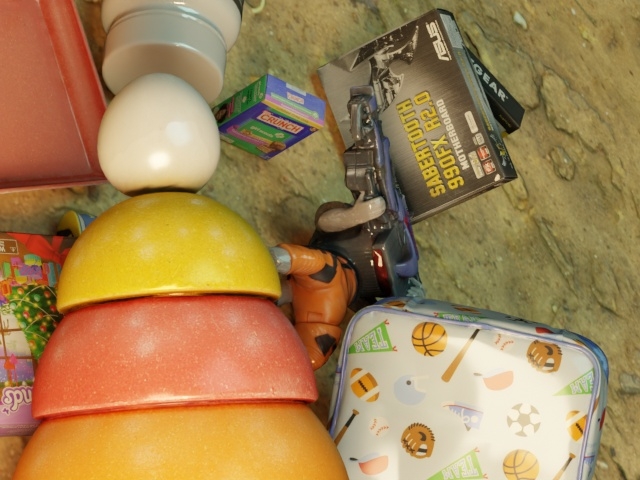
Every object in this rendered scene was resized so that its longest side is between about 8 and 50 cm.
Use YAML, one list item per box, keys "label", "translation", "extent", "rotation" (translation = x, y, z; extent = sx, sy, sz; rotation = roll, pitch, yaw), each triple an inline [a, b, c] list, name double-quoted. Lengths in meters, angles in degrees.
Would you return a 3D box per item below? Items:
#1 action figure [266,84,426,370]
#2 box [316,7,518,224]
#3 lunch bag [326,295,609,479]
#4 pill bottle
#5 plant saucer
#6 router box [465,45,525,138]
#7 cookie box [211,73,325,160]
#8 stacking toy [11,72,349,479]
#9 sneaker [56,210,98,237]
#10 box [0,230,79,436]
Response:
- label: "action figure"
  translation: [0.000, 0.000, 1.964]
  extent: [0.330, 0.179, 0.341]
  rotation: [-32, 118, -52]
- label: "box"
  translation: [0.119, -0.147, 2.135]
  extent: [0.056, 0.183, 0.231]
  rotation: [-4, 72, -64]
- label: "lunch bag"
  translation: [0.150, 0.195, 1.858]
  extent: [0.115, 0.303, 0.243]
  rotation: [-15, 114, -76]
- label: "pill bottle"
  translation: [-0.165, -0.300, 1.959]
  extent: [0.161, 0.161, 0.283]
  rotation: [26, 53, -33]
- label: "plant saucer"
  translation: [-0.347, -0.164, 1.800]
  extent: [0.258, 0.048, 0.259]
  rotation: [-8, 75, -45]
- label: "router box"
  translation: [0.159, -0.189, 2.233]
  extent: [0.179, 0.133, 0.046]
  rotation: [44, 38, -18]
- label: "cookie box"
  translation: [-0.063, -0.145, 2.018]
  extent: [0.092, 0.107, 0.040]
  rotation: [23, 55, -34]
- label: "stacking toy"
  translation: [-0.132, 0.078, 1.601]
  extent: [0.351, 0.351, 0.479]
  rotation: [6, 78, -42]
- label: "sneaker"
  translation: [-0.232, 0.037, 1.805]
  extent: [0.059, 0.053, 0.144]
  rotation: [2, 70, -46]
- label: "box"
  translation: [-0.348, 0.089, 1.662]
  extent: [0.293, 0.057, 0.200]
  rotation: [4, 68, -43]
